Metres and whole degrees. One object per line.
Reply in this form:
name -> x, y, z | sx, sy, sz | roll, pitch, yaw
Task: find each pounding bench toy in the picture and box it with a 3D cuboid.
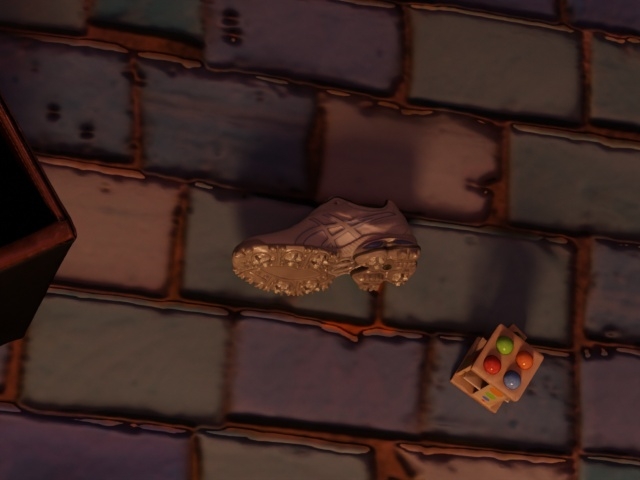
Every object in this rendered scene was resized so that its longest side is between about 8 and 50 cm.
pounding bench toy -> 0.169, 0.104, 1.632 | 0.052, 0.065, 0.083 | 37, 66, -4

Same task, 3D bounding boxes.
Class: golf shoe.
golf shoe -> 0.000, 0.000, 1.624 | 0.176, 0.069, 0.086 | 0, 54, -20

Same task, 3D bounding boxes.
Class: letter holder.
letter holder -> -0.323, -0.024, 1.389 | 0.152, 0.302, 0.214 | -25, 82, -22
